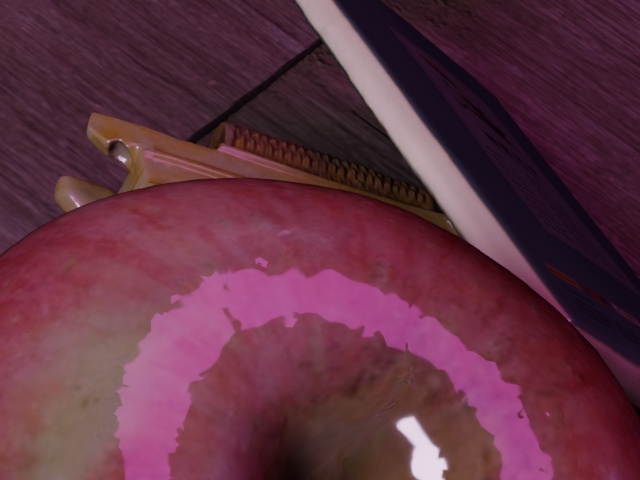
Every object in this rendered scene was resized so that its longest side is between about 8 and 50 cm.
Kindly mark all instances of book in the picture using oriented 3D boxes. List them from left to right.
[{"bbox_3d":[0.113,-0.027,1.054,0.264,0.031,0.379,33,18,-45],"label":"book"}]

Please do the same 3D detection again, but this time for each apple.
[{"bbox_3d":[-0.025,0.137,0.786,0.345,0.269,0.344,6,64,-13],"label":"apple"}]

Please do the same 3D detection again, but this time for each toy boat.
[{"bbox_3d":[0.000,0.000,1.053,0.310,0.089,0.115,15,42,-15],"label":"toy boat"}]
